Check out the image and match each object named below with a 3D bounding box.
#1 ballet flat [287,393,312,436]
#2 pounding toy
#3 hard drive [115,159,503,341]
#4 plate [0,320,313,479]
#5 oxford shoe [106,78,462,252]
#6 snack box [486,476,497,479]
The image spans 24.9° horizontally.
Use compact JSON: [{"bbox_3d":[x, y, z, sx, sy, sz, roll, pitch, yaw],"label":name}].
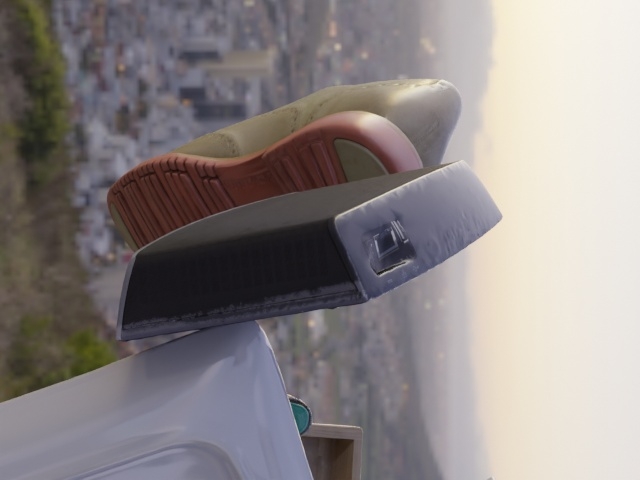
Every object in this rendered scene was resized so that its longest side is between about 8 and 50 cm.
[{"bbox_3d":[-0.063,0.123,1.072,0.041,0.114,0.041,-165,-90,-89],"label":"ballet flat"},{"bbox_3d":[-0.051,0.190,1.165,0.141,0.100,0.130,11,79,-44],"label":"pounding toy"},{"bbox_3d":[0.000,0.000,0.873,0.254,0.172,0.054,-25,104,-65],"label":"hard drive"},{"bbox_3d":[-0.125,0.210,0.861,0.045,0.277,0.278,-117,-171,-64],"label":"plate"},{"bbox_3d":[-0.035,-0.051,1.291,0.146,0.397,0.140,-44,115,-39],"label":"oxford shoe"},{"bbox_3d":[0.150,0.223,0.876,0.178,0.022,0.064,55,2,-20],"label":"snack box"}]
